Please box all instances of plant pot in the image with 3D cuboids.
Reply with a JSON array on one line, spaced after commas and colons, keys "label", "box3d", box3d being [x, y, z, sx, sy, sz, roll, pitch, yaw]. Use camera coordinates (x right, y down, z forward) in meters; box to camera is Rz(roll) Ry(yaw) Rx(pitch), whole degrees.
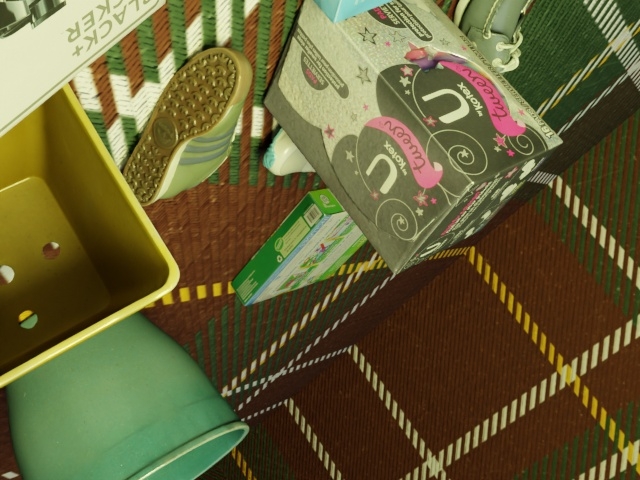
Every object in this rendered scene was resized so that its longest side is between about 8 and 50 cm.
[{"label": "plant pot", "box3d": [-0.274, 0.212, 0.898, 0.272, 0.255, 0.271, -32, 162, -12]}, {"label": "plant pot", "box3d": [-0.251, 0.009, 0.512, 0.212, 0.212, 0.187, -30, 175, -20]}]

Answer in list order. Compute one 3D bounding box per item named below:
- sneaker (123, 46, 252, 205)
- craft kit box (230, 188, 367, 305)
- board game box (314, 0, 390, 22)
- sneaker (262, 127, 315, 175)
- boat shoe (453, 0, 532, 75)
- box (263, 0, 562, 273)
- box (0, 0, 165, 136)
[{"label": "sneaker", "box3d": [-0.115, -0.112, 0.679, 0.192, 0.064, 0.086, -46, 168, 31]}, {"label": "craft kit box", "box3d": [0.000, 0.000, 1.215, 0.247, 0.061, 0.250, -10, 150, -51]}, {"label": "board game box", "box3d": [0.141, -0.331, 0.568, 0.317, 0.064, 0.242, -29, 162, -23]}, {"label": "sneaker", "box3d": [0.029, -0.120, 0.877, 0.229, 0.092, 0.087, -21, 160, -37]}, {"label": "boat shoe", "box3d": [0.222, -0.248, 0.891, 0.116, 0.099, 0.319, -26, 161, -29]}, {"label": "box", "box3d": [0.079, -0.121, 0.697, 0.142, 0.247, 0.163, -26, 160, -34]}, {"label": "box", "box3d": [-0.151, -0.180, 0.280, 0.169, 0.087, 0.290, -51, 172, -28]}]
